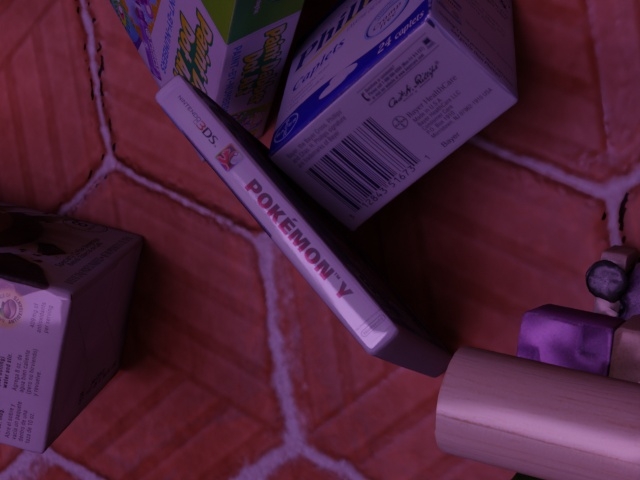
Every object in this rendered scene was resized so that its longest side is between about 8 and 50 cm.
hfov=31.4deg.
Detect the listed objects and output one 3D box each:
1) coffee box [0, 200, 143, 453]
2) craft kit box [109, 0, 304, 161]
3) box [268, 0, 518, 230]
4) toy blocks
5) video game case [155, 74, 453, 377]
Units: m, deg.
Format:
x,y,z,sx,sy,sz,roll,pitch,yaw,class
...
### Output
x,y,z,sx,sy,sz,roll,pitch,yaw,class
-0.298,0.032,0.807,0.297,0.168,0.119,14,104,4,coffee box
-0.098,-0.205,0.699,0.247,0.061,0.250,57,161,12,craft kit box
0.043,-0.098,0.653,0.072,0.137,0.126,39,122,-21,box
0.207,0.168,0.502,0.260,0.309,0.289,10,101,24,toy blocks
0.000,0.000,0.667,0.023,0.201,0.183,-42,73,5,video game case
